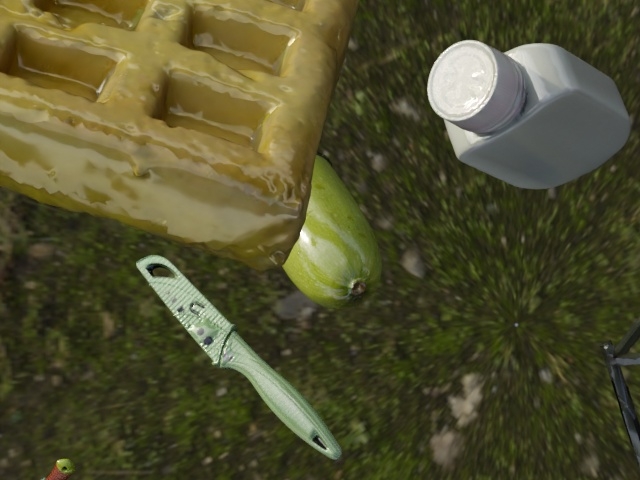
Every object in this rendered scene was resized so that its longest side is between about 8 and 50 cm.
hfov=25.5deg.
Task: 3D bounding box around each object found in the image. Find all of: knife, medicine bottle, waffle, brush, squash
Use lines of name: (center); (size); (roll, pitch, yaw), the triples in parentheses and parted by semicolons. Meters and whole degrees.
knife: (-0.083, 0.111, 1.368); (0.043, 0.020, 0.293); (-44, 67, -2)
medicine bottle: (0.163, -0.103, 1.137); (0.119, 0.183, 0.069); (-30, 62, 30)
waffle: (-0.095, -0.108, 0.661); (0.221, 0.247, 0.055); (17, 132, -4)
brush: (-0.204, 0.186, 1.060); (0.019, 0.021, 0.083); (31, 123, -9)
squash: (0.000, 0.000, 1.860); (0.132, 0.132, 0.247); (-33, 48, 5)

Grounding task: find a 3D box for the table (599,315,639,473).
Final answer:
table: (0.542, 0.168, 1.765); (0.222, 0.335, 0.272); (-10, 107, 37)
